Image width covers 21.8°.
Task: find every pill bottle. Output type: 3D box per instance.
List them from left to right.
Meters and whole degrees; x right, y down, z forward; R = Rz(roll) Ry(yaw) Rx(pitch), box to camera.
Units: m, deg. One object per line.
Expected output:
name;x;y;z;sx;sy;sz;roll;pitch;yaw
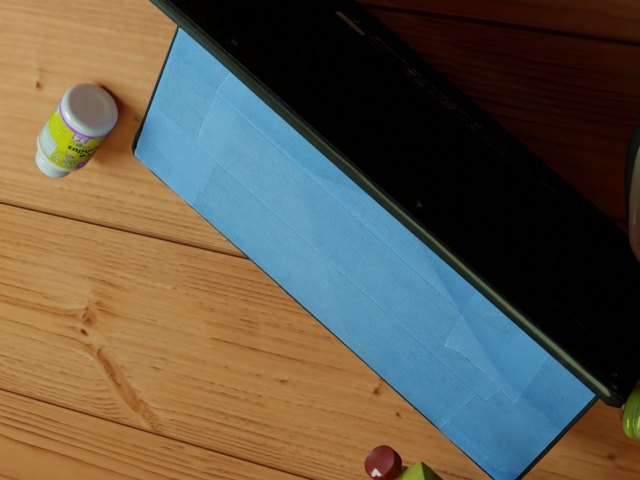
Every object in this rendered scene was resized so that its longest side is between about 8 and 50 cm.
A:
pill bottle;-0.185;-0.079;1.245;0.043;0.043;0.083;40;141;-4

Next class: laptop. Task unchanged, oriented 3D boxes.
laptop;0.000;0.000;1.005;0.382;0.408;0.236;41;109;9

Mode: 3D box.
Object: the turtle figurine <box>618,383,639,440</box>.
turtle figurine;0.272;0.136;1.087;0.217;0.087;0.269;14;129;53

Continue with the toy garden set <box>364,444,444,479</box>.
toy garden set;0.154;0.236;1.222;0.244;0.049;0.204;10;154;44

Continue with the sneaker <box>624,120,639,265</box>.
sneaker;0.265;0.004;0.914;0.099;0.153;0.282;-17;118;45
